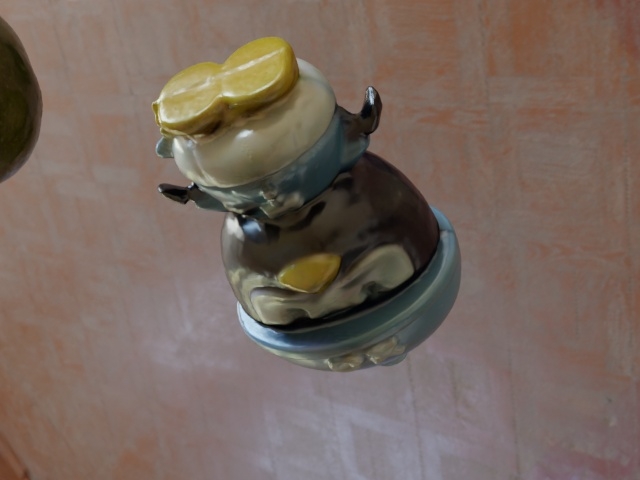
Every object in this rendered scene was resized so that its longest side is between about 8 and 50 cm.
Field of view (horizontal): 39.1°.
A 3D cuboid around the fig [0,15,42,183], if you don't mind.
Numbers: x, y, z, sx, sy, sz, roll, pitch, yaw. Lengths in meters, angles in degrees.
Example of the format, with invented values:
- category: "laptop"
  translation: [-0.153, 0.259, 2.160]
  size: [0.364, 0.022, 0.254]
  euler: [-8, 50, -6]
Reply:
- category: "fig"
  translation: [-0.230, -0.118, 0.511]
  size: [0.133, 0.126, 0.185]
  euler: [22, 119, 37]

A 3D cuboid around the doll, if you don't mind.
- category: "doll"
  translation: [0.000, 0.000, 0.645]
  size: [0.177, 0.141, 0.314]
  euler: [-20, 135, 15]
